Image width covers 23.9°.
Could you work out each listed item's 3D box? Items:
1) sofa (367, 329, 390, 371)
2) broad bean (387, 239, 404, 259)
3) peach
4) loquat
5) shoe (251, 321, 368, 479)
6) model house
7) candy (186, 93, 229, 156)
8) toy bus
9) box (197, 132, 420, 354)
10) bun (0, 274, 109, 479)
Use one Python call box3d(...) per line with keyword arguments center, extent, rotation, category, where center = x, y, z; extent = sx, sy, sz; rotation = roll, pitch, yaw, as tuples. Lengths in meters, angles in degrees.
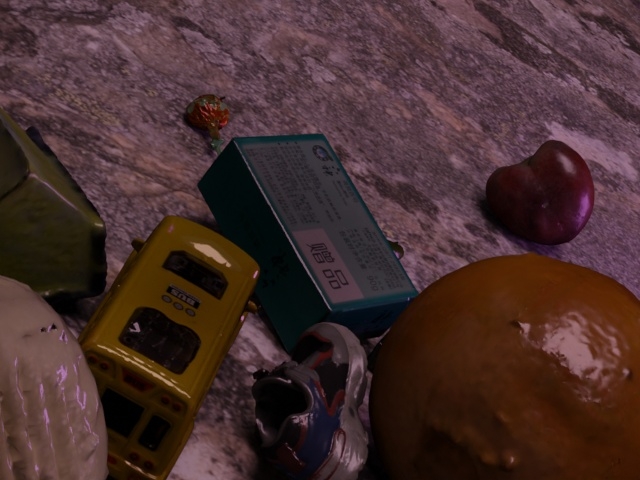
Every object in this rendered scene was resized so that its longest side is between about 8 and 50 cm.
box3d(center=(0.101, 0.128, 1.763), extent=(0.060, 0.039, 0.118), rotation=(40, 28, 9), category="sofa")
box3d(center=(0.000, -0.001, 1.856), extent=(0.297, 0.043, 0.060), rotation=(1, 53, -44), category="broad bean")
box3d(center=(0.329, -0.062, 2.205), extent=(0.152, 0.152, 0.152), rotation=(25, 29, -15), category="peach")
box3d(center=(0.209, 0.166, 1.526), extent=(0.328, 0.328, 0.328), rotation=(25, 29, -15), category="loquat")
box3d(center=(-0.025, 0.160, 1.512), extent=(0.125, 0.099, 0.227), rotation=(25, 33, -22), category="shoe")
box3d(center=(-0.323, -0.025, 1.498), extent=(0.194, 0.170, 0.211), rotation=(47, 2, 36), category="model house")
box3d(center=(-0.130, -0.119, 1.921), extent=(0.055, 0.049, 0.185), rotation=(-9, 48, -11), category="candy")
box3d(center=(-0.148, 0.088, 1.444), extent=(0.145, 0.151, 0.331), rotation=(29, 29, -4), category="toy bus")
box3d(center=(-0.015, -0.001, 1.732), extent=(0.153, 0.092, 0.245), rotation=(-6, 57, -43), category="box")
box3d(center=(-0.306, 0.181, 0.964), extent=(0.211, 0.360, 0.360), rotation=(16, 15, 35), category="bun")
